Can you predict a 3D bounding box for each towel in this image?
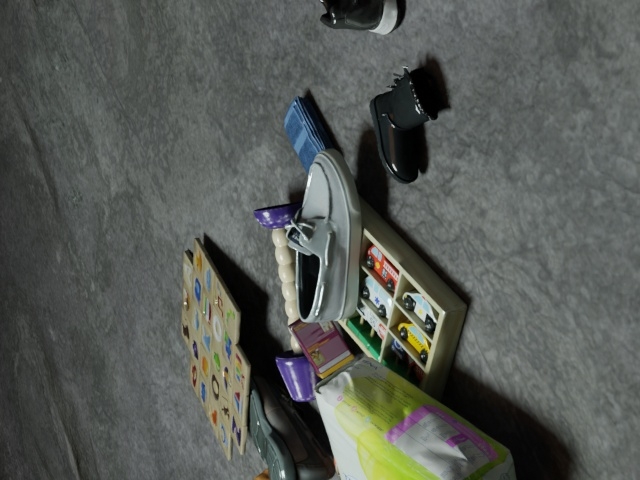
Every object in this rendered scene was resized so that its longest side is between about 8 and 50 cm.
[{"bbox_3d":[-0.014,-0.128,1.723,0.119,0.029,0.067,63,149,22],"label":"towel"}]

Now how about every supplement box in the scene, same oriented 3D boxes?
[{"bbox_3d":[0.000,0.137,1.751,0.083,0.055,0.043,59,172,-4],"label":"supplement box"}]

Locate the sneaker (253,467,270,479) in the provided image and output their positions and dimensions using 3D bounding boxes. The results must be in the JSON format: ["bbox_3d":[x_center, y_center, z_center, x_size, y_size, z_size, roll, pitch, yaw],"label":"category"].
[{"bbox_3d":[-0.026,0.467,1.899,0.106,0.123,0.290,-40,69,56],"label":"sneaker"}]

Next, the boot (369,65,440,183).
[{"bbox_3d":[0.105,-0.135,1.504,0.099,0.045,0.121,-29,75,57],"label":"boot"}]

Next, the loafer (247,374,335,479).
[{"bbox_3d":[-0.051,0.284,1.908,0.267,0.084,0.096,-122,28,-59],"label":"loafer"}]

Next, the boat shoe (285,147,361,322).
[{"bbox_3d":[-0.001,0.000,1.624,0.079,0.081,0.227,27,124,54],"label":"boat shoe"}]

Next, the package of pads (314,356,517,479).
[{"bbox_3d":[0.120,0.290,1.547,0.296,0.101,0.229,30,143,51],"label":"package of pads"}]

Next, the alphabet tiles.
[{"bbox_3d":[-0.171,0.172,2.073,0.342,0.011,0.285,-126,34,-53],"label":"alphabet tiles"}]

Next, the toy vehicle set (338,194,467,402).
[{"bbox_3d":[0.079,0.071,1.639,0.267,0.035,0.166,47,140,41],"label":"toy vehicle set"}]

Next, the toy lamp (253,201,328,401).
[{"bbox_3d":[-0.038,0.087,1.807,0.080,0.080,0.274,-2,98,60],"label":"toy lamp"}]

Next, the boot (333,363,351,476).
[{"bbox_3d":[0.042,0.244,1.760,0.084,0.059,0.158,45,129,48],"label":"boot"}]

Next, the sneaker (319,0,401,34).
[{"bbox_3d":[0.012,-0.346,1.509,0.078,0.106,0.234,-31,75,59],"label":"sneaker"}]
